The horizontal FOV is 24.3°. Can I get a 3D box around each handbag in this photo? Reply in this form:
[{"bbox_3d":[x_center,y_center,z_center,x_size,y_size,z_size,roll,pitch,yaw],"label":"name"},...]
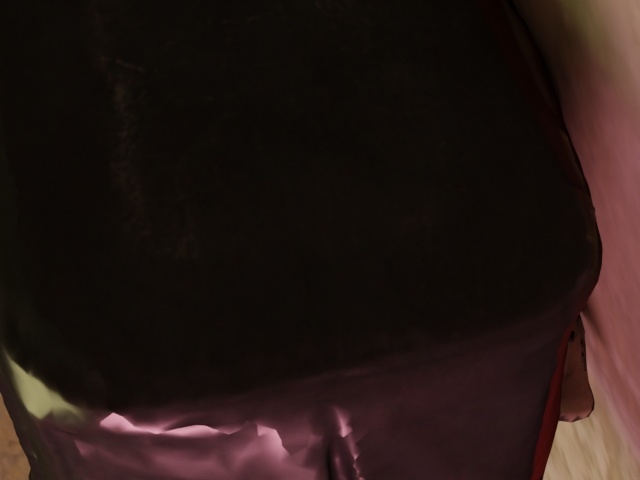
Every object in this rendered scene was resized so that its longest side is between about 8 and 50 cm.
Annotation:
[{"bbox_3d":[-0.017,-0.003,0.444,0.181,0.181,0.254,89,165,-50],"label":"handbag"}]
